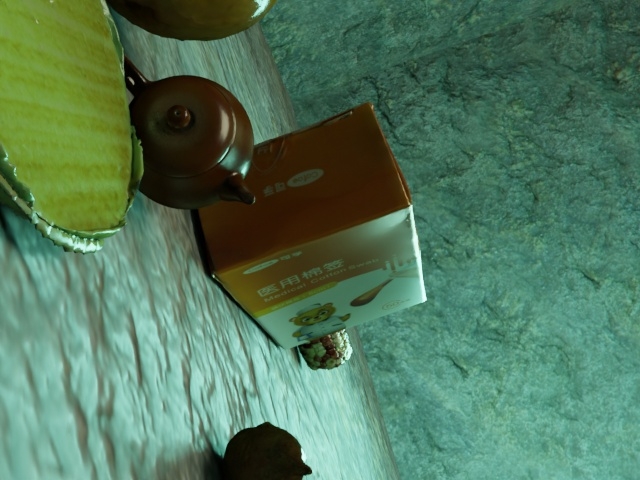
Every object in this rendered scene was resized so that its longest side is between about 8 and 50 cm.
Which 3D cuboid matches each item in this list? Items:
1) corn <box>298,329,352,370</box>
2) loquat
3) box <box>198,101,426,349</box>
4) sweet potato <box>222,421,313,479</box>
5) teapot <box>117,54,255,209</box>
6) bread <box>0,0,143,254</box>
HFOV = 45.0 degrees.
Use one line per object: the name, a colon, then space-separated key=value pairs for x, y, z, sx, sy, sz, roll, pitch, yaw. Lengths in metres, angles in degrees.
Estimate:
corn: x=-0.025 y=0.087 z=1.229 sx=0.086 sy=0.086 sz=0.253 roll=-88 pitch=157 yaw=-78
loquat: x=-0.121 y=-0.286 z=0.704 sx=0.208 sy=0.208 sz=0.208 roll=-18 pitch=90 yaw=-86
box: x=0.000 y=0.000 z=0.956 sx=0.341 sy=0.224 sz=0.143 roll=64 pitch=6 yaw=-67
sweet potato: x=-0.052 y=0.187 z=0.649 sx=0.226 sy=0.068 sz=0.068 roll=122 pitch=-48 yaw=-72
teapot: x=-0.111 y=-0.087 z=0.614 sx=0.173 sy=0.116 sz=0.116 roll=47 pitch=2 yaw=5
bread: x=-0.177 y=-0.134 z=0.446 sx=0.301 sy=0.045 sz=0.301 roll=-17 pitch=90 yaw=-84
